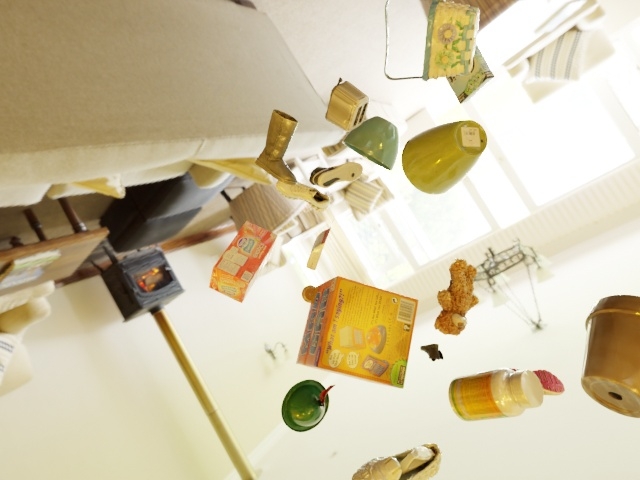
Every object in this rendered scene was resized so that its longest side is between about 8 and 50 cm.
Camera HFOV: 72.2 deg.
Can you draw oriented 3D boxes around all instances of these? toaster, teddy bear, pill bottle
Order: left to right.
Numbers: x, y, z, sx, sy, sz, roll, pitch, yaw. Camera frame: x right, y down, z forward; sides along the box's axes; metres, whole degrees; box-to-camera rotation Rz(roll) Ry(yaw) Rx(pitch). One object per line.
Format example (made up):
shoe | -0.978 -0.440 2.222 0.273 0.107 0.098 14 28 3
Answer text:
toaster | 0.122 -0.594 1.942 0.129 0.146 0.226 -38 159 -36
teddy bear | 0.599 0.246 1.887 0.113 0.245 0.337 8 -121 44
pill bottle | 0.514 0.453 1.293 0.136 0.136 0.246 -27 174 -42

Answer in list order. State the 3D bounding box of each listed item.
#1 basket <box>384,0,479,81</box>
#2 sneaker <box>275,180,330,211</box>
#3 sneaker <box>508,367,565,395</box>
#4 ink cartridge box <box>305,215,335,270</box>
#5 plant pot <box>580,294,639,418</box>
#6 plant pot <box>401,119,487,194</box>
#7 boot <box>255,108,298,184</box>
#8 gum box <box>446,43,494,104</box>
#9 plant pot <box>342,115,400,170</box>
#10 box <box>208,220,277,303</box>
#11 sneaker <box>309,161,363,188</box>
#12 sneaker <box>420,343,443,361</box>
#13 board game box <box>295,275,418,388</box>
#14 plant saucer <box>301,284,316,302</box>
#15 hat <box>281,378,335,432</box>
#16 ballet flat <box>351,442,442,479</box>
basket | 0.347 -0.645 1.402 0.289 0.254 0.201 10 -142 22
sneaker | -0.082 -0.246 2.221 0.118 0.293 0.109 147 -36 -75
sneaker | 0.888 0.611 1.852 0.253 0.111 0.102 7 -139 10
ink cartridge box | 0.000 0.000 2.065 0.189 0.066 0.232 -71 177 -66
plant pot | 0.967 0.379 1.369 0.280 0.323 0.323 -47 -177 -23
plant pot | 0.498 -0.345 1.698 0.275 0.274 0.293 -29 179 -16
boot | -0.123 -0.320 1.520 0.208 0.190 0.076 -59 174 21
gum box | 0.509 -0.604 1.547 0.041 0.184 0.157 -22 173 -24
plant pot | 0.283 -0.506 2.200 0.195 0.290 0.290 -60 171 7
box | -0.308 0.081 1.772 0.299 0.154 0.142 -66 -179 -47
sneaker | 0.052 -0.270 1.721 0.217 0.079 0.121 -21 -151 -30
sneaker | 0.573 0.585 2.271 0.051 0.088 0.170 10 156 -21
board game box | 0.143 0.387 1.836 0.356 0.357 0.355 141 -35 -69
plant saucer | -0.045 0.247 2.027 0.084 0.083 0.015 -29 -179 -15
hat | -0.012 0.541 1.360 0.173 0.208 0.184 -41 -156 -19
ballet flat | 0.290 0.835 1.620 0.410 0.146 0.147 -3 161 -33
